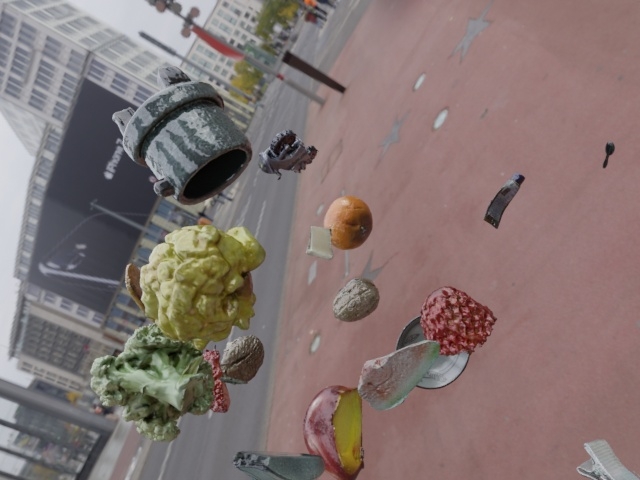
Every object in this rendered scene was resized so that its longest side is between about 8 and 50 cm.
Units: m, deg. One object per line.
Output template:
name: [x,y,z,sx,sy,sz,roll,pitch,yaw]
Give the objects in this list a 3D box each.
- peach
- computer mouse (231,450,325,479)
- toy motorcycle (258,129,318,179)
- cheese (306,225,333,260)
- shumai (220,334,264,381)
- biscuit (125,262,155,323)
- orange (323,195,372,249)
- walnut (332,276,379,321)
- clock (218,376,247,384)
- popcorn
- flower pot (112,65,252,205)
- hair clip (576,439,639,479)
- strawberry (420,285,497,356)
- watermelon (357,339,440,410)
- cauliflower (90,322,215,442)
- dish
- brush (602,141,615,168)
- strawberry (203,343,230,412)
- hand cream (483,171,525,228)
peach: [0.029,0.554,1.404,0.153,0.158,0.268,-24,53,38]
computer mouse: [-0.081,0.453,0.962,0.113,0.228,0.069,-16,61,42]
toy motorcycle: [-0.078,-0.204,1.220,0.122,0.080,0.215,-41,-15,12]
cheese: [-0.002,0.002,1.647,0.400,0.085,0.034,-90,11,-79]
shumai: [-0.342,0.472,1.997,0.175,0.167,0.206,5,33,45]
biscuit: [-0.538,0.170,1.510,0.247,0.028,0.119,74,177,-47]
orange: [0.116,-0.071,2.008,0.170,0.224,0.224,22,83,41]
walnut: [0.148,0.260,2.111,0.230,0.178,0.178,-40,20,11]
clock: [-0.230,0.367,1.285,0.083,0.074,0.010,-21,53,48]
popcorn: [-0.207,0.084,0.897,0.216,0.235,0.181,-27,28,-33]
flower pot: [-0.359,-0.256,1.268,0.299,0.283,0.299,-38,-6,-4]
hair clip: [0.562,0.436,0.849,0.218,0.158,0.071,-134,36,-61]
strawberry: [0.387,0.218,1.471,0.233,0.178,0.234,-30,14,9]
watermelon: [0.147,0.240,0.934,0.180,0.094,0.081,-40,46,5]
cauliflower: [-0.396,0.364,1.208,0.281,0.326,0.261,39,110,59]
dish: [0.433,0.425,1.955,0.317,0.316,0.106,-62,12,-1]
brush: [0.680,-0.201,1.163,0.008,0.083,0.024,-30,50,-9]
strawberry: [-0.327,0.447,1.470,0.228,0.097,0.175,-119,20,-50]
hand cream: [0.517,-0.115,1.382,0.163,0.062,0.039,-58,28,4]
